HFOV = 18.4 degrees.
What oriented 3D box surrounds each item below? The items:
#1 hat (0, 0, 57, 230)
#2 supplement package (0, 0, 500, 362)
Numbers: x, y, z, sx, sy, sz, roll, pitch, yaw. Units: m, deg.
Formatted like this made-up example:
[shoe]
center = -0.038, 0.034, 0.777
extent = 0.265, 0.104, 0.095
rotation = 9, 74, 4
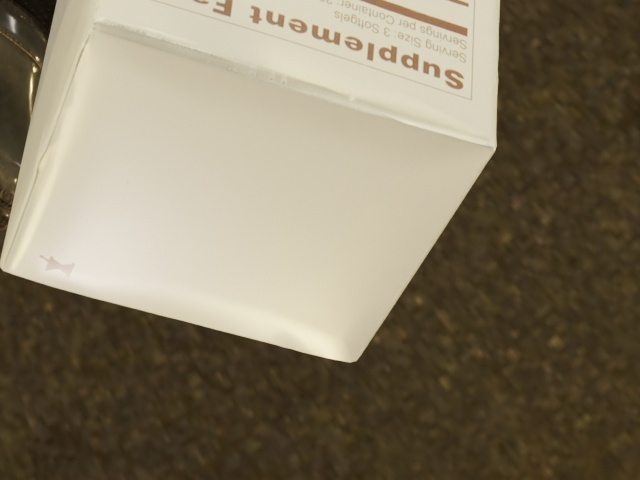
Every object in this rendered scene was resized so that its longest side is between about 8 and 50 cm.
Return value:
[hat]
center = -0.245, -0.072, 1.137
extent = 0.331, 0.134, 0.331
rotation = -2, 139, -2
[supplement package]
center = -0.015, -0.075, 0.548
extent = 0.105, 0.179, 0.105
rotation = 16, 141, -13
